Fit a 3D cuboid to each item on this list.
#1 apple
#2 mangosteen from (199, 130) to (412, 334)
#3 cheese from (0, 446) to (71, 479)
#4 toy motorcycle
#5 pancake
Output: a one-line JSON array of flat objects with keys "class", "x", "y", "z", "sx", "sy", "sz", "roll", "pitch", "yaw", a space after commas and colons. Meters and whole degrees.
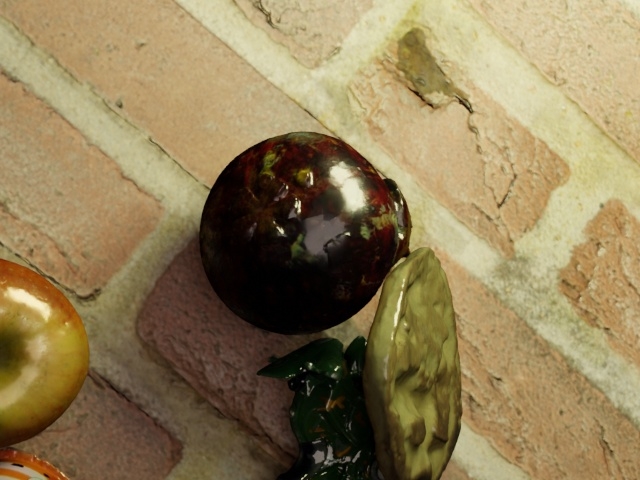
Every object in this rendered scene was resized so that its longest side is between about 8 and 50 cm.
[{"class": "apple", "x": -0.370, "y": 0.119, "z": 1.381, "sx": 0.235, "sy": 0.173, "sz": 0.210, "roll": 26, "pitch": 83, "yaw": -24}, {"class": "mangosteen", "x": 0.000, "y": 0.000, "z": 1.491, "sx": 0.289, "sy": 0.231, "sz": 0.231, "roll": 18, "pitch": 80, "yaw": -51}, {"class": "cheese", "x": -0.390, "y": 0.321, "z": 1.387, "sx": 0.329, "sy": 0.129, "sz": 0.217, "roll": 13, "pitch": 78, "yaw": 3}, {"class": "toy motorcycle", "x": -0.003, "y": 0.231, "z": 1.507, "sx": 0.187, "sy": 0.125, "sz": 0.275, "roll": 20, "pitch": 81, "yaw": -24}, {"class": "pancake", "x": 0.109, "y": 0.151, "z": 1.488, "sx": 0.049, "sy": 0.294, "sz": 0.294, "roll": 0, "pitch": 86, "yaw": 22}]
